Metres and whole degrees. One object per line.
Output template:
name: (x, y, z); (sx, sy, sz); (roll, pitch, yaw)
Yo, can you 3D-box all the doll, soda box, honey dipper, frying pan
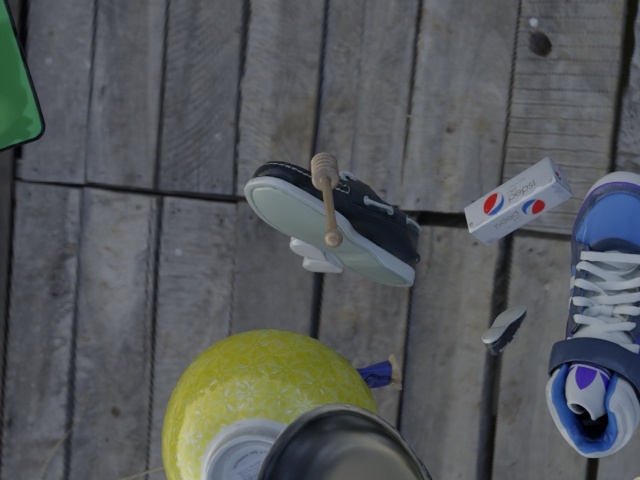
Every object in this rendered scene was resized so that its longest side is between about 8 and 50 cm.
doll: (0.016, 0.203, 1.200); (0.188, 0.129, 0.046); (-17, 61, -5)
soda box: (0.408, -0.079, 1.827); (0.216, 0.069, 0.074); (-33, 43, 30)
honey dipper: (0.008, -0.042, 0.885); (0.030, 0.161, 0.031); (-2, 121, -3)
frying pan: (0.009, 0.282, 0.635); (0.197, 0.053, 0.326); (7, 87, 47)

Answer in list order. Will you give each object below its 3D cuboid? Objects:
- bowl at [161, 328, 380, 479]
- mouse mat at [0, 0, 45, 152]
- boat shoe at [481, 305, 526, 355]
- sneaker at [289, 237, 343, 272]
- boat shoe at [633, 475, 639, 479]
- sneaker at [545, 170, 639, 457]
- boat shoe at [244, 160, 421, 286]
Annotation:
bowl: (-0.069, 0.265, 1.066); (0.289, 0.156, 0.290); (1, 97, 5)
mouse mat: (-0.340, -0.128, 0.744); (0.007, 0.189, 0.153); (30, 137, 48)
boat shoe: (0.328, 0.156, 1.544); (0.046, 0.125, 0.038); (-13, 108, 44)
sneaker: (0.000, 0.000, 1.665); (0.080, 0.212, 0.094); (2, 71, 13)
boat shoe: (0.656, 0.483, 1.615); (0.170, 0.059, 0.063); (20, 142, 1)
sneaker: (0.349, 0.103, 1.059); (0.130, 0.236, 0.323); (8, 116, 23)
boat shoe: (0.024, -0.035, 1.078); (0.114, 0.302, 0.091); (3, 69, 36)
